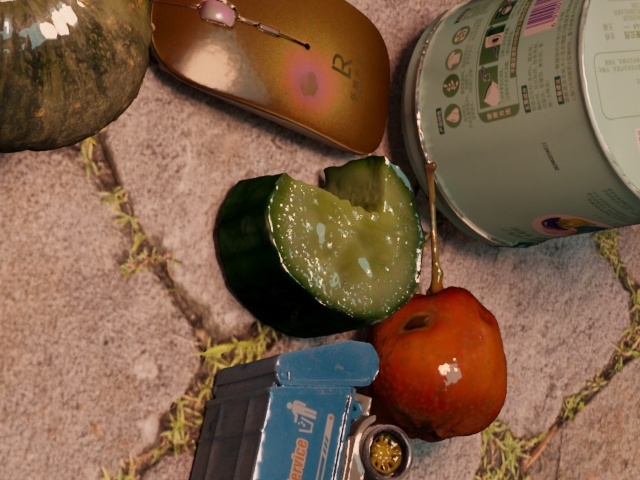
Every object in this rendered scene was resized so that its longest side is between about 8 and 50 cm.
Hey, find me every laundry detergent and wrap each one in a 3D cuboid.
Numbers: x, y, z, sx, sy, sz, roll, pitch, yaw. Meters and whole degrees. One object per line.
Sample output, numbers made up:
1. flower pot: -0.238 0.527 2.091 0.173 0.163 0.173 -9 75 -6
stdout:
1. laundry detergent: 0.260 -0.144 1.789 0.287 0.305 0.287 8 78 -39

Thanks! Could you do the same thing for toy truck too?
1. toy truck: -0.031 0.272 1.578 0.175 0.146 0.367 23 65 -28

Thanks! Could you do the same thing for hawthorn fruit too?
1. hawthorn fruit: 0.115 0.068 1.736 0.165 0.165 0.285 10 70 -39

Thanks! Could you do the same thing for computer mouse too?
1. computer mouse: -0.039 -0.191 1.700 0.310 0.072 0.158 21 67 -35

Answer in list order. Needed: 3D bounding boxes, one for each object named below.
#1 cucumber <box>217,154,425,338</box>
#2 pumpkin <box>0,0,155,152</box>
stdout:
1. cucumber: -0.001 0.010 1.667 0.191 0.130 0.191 10 71 -33
2. pumpkin: -0.276 -0.237 1.380 0.291 0.257 0.327 9 83 -26
